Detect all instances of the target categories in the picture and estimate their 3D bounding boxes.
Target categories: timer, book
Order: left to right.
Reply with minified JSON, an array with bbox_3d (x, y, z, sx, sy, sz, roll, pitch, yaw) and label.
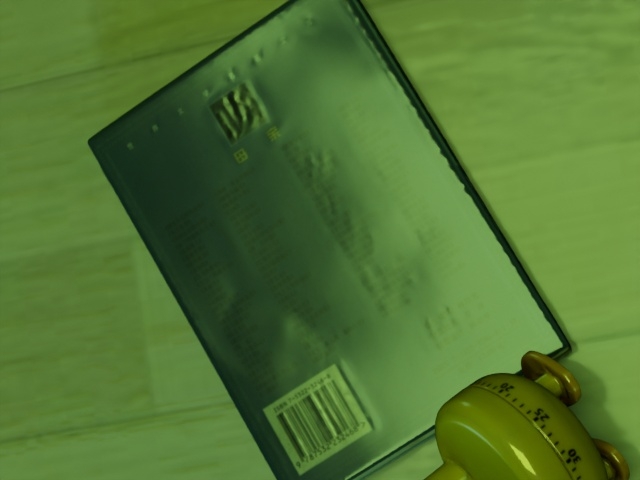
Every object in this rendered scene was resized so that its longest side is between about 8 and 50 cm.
[{"bbox_3d":[0.000,0.000,1.055,0.191,0.025,0.269,-33,76,10],"label":"book"},{"bbox_3d":[0.100,0.128,0.965,0.109,0.107,0.107,-34,73,-21],"label":"timer"}]
